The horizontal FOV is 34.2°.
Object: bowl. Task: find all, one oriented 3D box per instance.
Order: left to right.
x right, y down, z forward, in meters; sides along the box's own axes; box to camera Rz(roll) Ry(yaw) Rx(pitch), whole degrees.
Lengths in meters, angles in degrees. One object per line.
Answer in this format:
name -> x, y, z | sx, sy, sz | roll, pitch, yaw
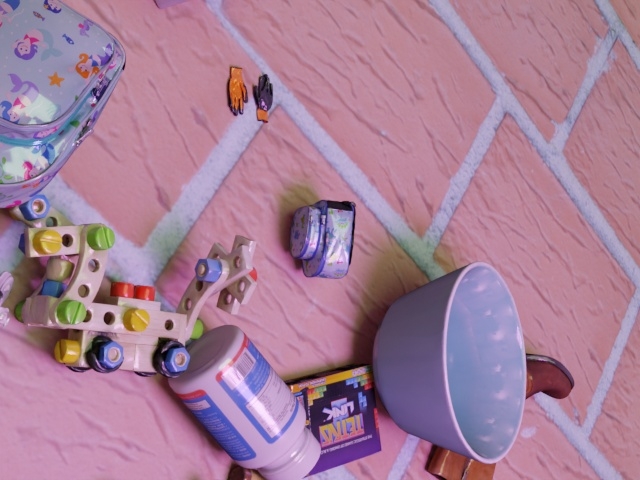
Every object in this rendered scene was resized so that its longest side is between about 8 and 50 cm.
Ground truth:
bowl -> 0.193, 0.194, 1.644 | 0.311, 0.163, 0.311 | 16, 71, -57

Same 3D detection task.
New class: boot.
boot -> 0.325, 0.323, 1.824 | 0.264, 0.096, 0.280 | 31, 67, -36

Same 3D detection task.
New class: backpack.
backpack -> -0.365, -0.173, 1.188 | 0.225, 0.191, 0.253 | 34, 72, -12
backpack -> 0.000, 0.000, 1.559 | 0.084, 0.105, 0.114 | 3, 84, -19

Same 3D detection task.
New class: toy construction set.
toy construction set -> -0.239, 0.063, 1.318 | 0.327, 0.151, 0.215 | 8, 80, -30

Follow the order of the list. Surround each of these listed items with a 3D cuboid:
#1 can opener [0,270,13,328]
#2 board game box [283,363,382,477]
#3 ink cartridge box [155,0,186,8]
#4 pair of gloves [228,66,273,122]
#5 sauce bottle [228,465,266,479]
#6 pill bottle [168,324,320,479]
can opener -> -0.445, 0.136, 1.179 | 0.093, 0.074, 0.280 | 29, 61, 1
board game box -> 0.012, 0.271, 1.579 | 0.170, 0.048, 0.141 | -9, 91, -42
ink cartridge box -> -0.104, -0.424, 1.389 | 0.197, 0.273, 0.114 | -45, 119, -35
pair of gloves -> -0.103, -0.217, 1.544 | 0.083, 0.010, 0.074 | 8, 81, -42
sauce bottle -> -0.074, 0.359, 1.497 | 0.128, 0.042, 0.042 | 28, 68, -35
pill bottle -> -0.098, 0.233, 1.428 | 0.124, 0.124, 0.221 | -50, 116, -33
